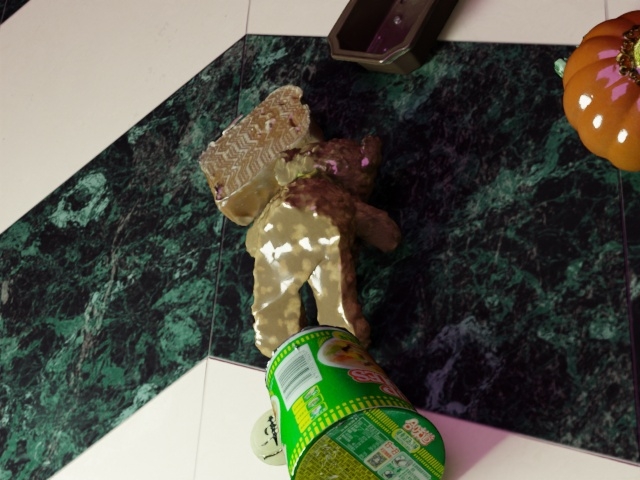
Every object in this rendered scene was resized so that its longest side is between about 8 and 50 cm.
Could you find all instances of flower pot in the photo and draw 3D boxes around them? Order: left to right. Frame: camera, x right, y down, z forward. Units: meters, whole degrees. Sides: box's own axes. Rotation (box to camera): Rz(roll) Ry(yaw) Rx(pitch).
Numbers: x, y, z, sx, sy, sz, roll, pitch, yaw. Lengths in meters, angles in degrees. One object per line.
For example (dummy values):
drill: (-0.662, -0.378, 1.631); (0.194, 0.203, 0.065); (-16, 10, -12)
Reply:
flower pot: (0.134, -0.361, 2.340); (0.179, 0.084, 0.250); (13, 67, 44)

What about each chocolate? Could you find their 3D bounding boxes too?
chocolate: (-0.081, -0.135, 2.328); (0.214, 0.093, 0.148); (-37, 44, 11)

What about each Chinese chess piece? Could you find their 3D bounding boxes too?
Chinese chess piece: (-0.058, 0.269, 2.040); (0.084, 0.034, 0.084); (-22, 46, 24)

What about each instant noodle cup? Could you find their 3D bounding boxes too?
instant noodle cup: (0.023, 0.230, 1.899); (0.207, 0.207, 0.232); (-40, 36, 6)

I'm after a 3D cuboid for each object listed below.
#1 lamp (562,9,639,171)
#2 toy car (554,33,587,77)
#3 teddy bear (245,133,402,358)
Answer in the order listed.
lamp: (0.420, -0.190, 1.895); (0.223, 0.196, 0.223); (2, 61, -4)
toy car: (0.390, -0.229, 2.055); (0.073, 0.054, 0.143); (-46, 40, 3)
teddy bear: (0.003, 0.009, 2.127); (0.246, 0.222, 0.296); (-6, 98, 28)
